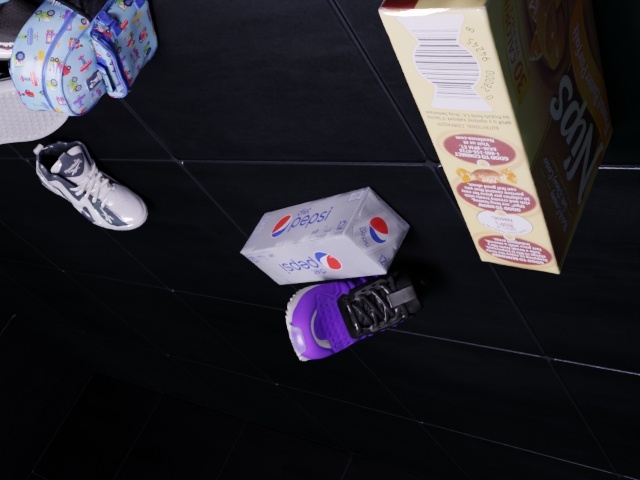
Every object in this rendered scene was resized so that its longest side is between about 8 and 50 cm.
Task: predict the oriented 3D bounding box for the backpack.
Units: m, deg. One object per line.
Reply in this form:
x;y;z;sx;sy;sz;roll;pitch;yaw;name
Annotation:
-0.298;-0.233;0.965;0.117;0.173;0.158;25;155;7;backpack

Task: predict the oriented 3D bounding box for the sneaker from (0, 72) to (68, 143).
-0.552;-0.231;1.316;0.321;0.127;0.126;-15;142;23;sneaker

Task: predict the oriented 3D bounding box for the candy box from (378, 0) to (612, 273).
0.168;-0.135;0.662;0.088;0.183;0.316;12;151;33;candy box

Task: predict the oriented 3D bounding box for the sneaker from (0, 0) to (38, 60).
-0.494;-0.351;1.034;0.281;0.106;0.162;17;141;3;sneaker

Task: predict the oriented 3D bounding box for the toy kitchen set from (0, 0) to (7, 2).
-0.353;-0.361;0.912;0.207;0.166;0.122;58;170;30;toy kitchen set

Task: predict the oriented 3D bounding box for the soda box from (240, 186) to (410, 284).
0.000;0.000;1.209;0.098;0.091;0.286;41;152;-24;soda box

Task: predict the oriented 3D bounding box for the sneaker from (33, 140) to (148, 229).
-0.434;-0.109;1.441;0.235;0.094;0.153;36;165;6;sneaker

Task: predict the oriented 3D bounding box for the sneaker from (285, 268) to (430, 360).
0.072;0.095;1.175;0.146;0.293;0.102;-15;93;36;sneaker
